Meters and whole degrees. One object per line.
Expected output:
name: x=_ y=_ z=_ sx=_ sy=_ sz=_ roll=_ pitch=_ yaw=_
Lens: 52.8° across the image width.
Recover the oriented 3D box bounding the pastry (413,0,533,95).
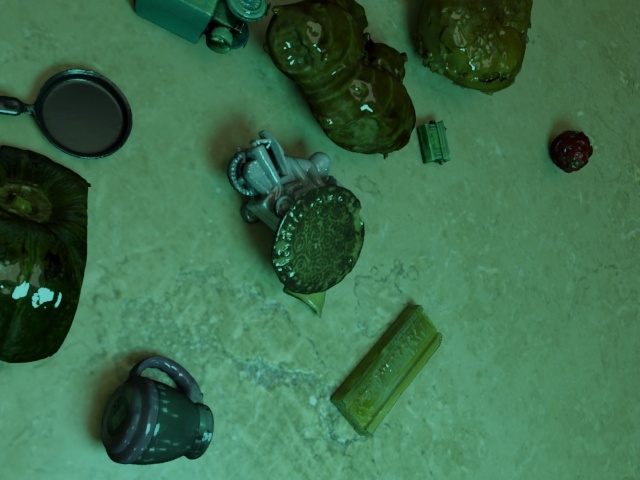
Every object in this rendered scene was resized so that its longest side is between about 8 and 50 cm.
pastry: x=0.312 y=-0.445 z=1.327 sx=0.255 sy=0.162 sz=0.310 roll=28 pitch=70 yaw=-23

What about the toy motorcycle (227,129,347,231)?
toy motorcycle: x=-0.034 y=-0.080 z=1.076 sx=0.260 sy=0.110 sz=0.171 roll=44 pitch=62 yaw=-26

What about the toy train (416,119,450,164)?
toy train: x=0.229 y=-0.198 z=1.307 sx=0.056 sy=0.038 sz=0.093 roll=-9 pitch=87 yaw=-27

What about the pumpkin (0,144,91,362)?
pumpkin: x=-0.396 y=0.027 z=0.846 sx=0.139 sy=0.190 sz=0.280 roll=18 pitch=29 yaw=-28

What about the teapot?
teapot: x=-0.227 y=0.251 z=0.914 sx=0.146 sy=0.148 sz=0.116 roll=26 pitch=104 yaw=-38

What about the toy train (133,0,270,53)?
toy train: x=-0.167 y=-0.456 z=1.055 sx=0.194 sy=0.120 sz=0.298 roll=23 pitch=67 yaw=-19

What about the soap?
soap: x=0.128 y=0.230 z=1.168 sx=0.252 sy=0.037 sz=0.092 roll=-45 pitch=107 yaw=-30

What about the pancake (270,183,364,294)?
pancake: x=0.001 y=0.000 z=1.040 sx=0.199 sy=0.021 sz=0.199 roll=-20 pitch=121 yaw=-36

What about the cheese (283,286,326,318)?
cheese: x=-0.012 y=0.089 z=1.100 sx=0.084 sy=0.041 sz=0.060 roll=45 pitch=60 yaw=-17

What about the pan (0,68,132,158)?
pan: x=-0.387 y=-0.185 z=0.918 sx=0.235 sy=0.028 sz=0.136 roll=1 pitch=80 yaw=-35

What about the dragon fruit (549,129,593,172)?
dragon fruit: x=0.595 y=-0.223 z=1.525 sx=0.094 sy=0.094 sz=0.190 roll=58 pitch=37 yaw=-11

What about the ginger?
ginger: x=0.055 y=-0.292 z=1.150 sx=0.357 sy=0.152 sz=0.274 roll=50 pitch=31 yaw=-19
